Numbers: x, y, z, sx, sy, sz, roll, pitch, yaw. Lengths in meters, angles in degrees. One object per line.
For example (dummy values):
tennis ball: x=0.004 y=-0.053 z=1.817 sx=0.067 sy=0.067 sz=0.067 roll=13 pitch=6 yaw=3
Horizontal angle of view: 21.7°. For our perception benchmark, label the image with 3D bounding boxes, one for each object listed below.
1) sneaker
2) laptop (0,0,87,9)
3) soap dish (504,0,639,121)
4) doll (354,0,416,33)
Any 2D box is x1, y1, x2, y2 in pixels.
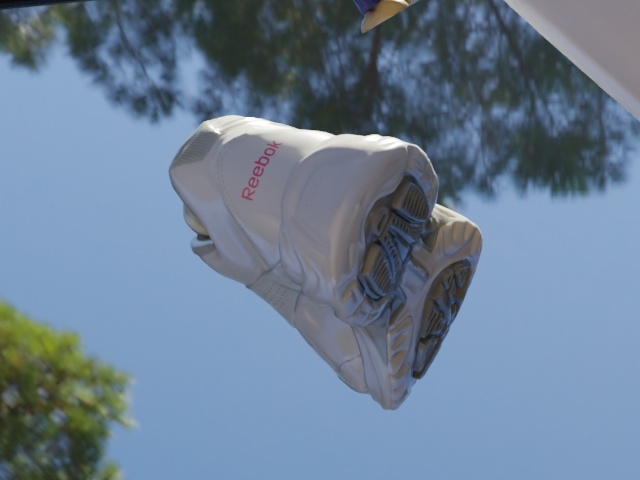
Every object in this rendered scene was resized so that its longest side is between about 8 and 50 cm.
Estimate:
sneaker: x=0.000 y=0.000 z=0.731 sx=0.115 sy=0.232 sz=0.090 roll=24 pitch=-106 yaw=20
laptop: x=-0.065 y=-0.176 z=0.503 sx=0.234 sy=0.137 sz=0.264 roll=-3 pitch=-154 yaw=17
soap dish: x=0.160 y=-0.136 z=0.574 sx=0.291 sy=0.229 sz=0.118 roll=39 pitch=-114 yaw=-17
doll: x=0.011 y=-0.247 z=1.200 sx=0.129 sy=0.046 sz=0.189 roll=-37 pitch=-81 yaw=-48
